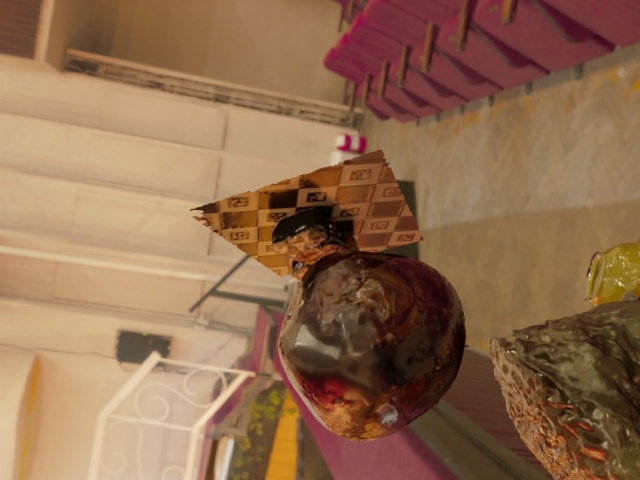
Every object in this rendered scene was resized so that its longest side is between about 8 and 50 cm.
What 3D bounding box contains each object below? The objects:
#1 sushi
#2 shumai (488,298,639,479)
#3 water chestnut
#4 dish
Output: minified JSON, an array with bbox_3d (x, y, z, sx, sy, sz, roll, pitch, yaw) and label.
[{"bbox_3d":[0.000,0.000,0.903,0.290,0.264,0.050,46,-148,-60],"label":"sushi"},{"bbox_3d":[0.455,0.226,0.957,0.324,0.323,0.397,60,178,-2],"label":"shumai"},{"bbox_3d":[0.059,0.124,0.777,0.223,0.224,0.238,-91,-20,-45],"label":"water chestnut"},{"bbox_3d":[0.537,0.070,1.199,0.149,0.080,0.207,-49,-29,-75],"label":"dish"}]
